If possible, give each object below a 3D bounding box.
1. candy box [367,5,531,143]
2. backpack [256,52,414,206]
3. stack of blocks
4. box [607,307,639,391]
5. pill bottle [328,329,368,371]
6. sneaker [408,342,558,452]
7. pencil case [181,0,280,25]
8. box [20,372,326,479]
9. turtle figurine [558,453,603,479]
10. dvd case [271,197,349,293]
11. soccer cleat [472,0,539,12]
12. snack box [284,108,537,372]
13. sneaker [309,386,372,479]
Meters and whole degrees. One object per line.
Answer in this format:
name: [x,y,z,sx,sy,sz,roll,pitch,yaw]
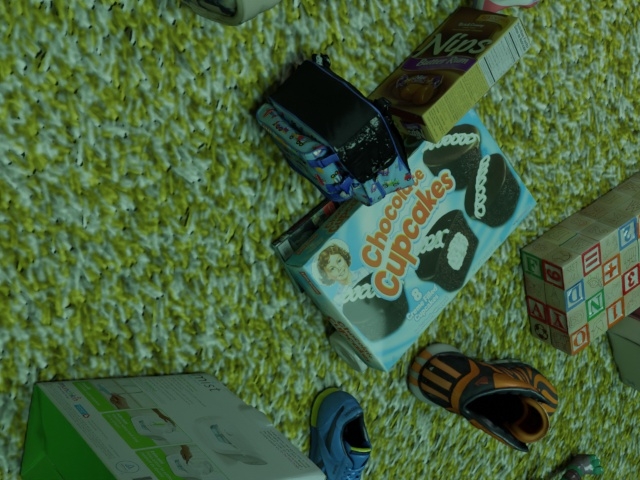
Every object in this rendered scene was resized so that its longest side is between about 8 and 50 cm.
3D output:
candy box: [0.161,-0.212,1.269,0.186,0.109,0.053,-45,129,-15]
backpack: [0.026,-0.109,1.185,0.117,0.158,0.173,-43,141,-5]
stack of blocks: [0.461,0.030,1.613,0.297,0.087,0.171,-31,124,-25]
box: [0.636,0.156,1.773,0.232,0.127,0.149,-41,128,-18]
pill bottle: [0.074,0.115,1.363,0.120,0.067,0.067,-43,128,-16]
sneaker: [0.288,0.255,1.510,0.321,0.180,0.125,16,98,-40]
pencil case: [-0.013,-0.391,1.024,0.410,0.160,0.183,-46,146,-14]
box: [-0.166,0.253,1.107,0.231,0.262,0.127,2,107,-39]
turtle figurine: [0.403,0.464,1.729,0.234,0.118,0.175,-26,139,-45]
dvd case: [0.000,0.000,1.295,0.119,0.013,0.087,-42,128,-18]
soccer cleat: [0.299,-0.359,1.348,0.248,0.083,0.095,-21,150,-35]
snack box: [0.124,-0.010,1.310,0.322,0.060,0.187,-46,112,-19]
sneaker: [0.032,0.307,1.401,0.069,0.082,0.209,-18,120,-33]
